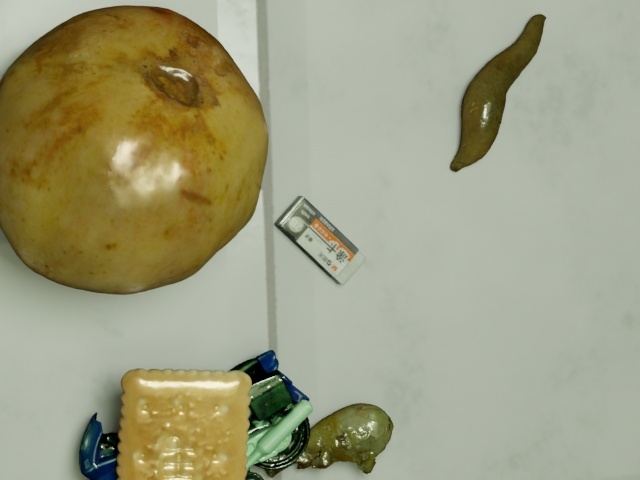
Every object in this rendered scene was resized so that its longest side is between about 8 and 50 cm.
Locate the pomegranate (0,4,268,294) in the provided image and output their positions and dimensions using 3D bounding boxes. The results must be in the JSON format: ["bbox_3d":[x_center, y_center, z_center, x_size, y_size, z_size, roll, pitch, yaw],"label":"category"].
[{"bbox_3d":[-0.226,-0.092,1.499,0.338,0.338,0.338,-1,95,-18],"label":"pomegranate"}]

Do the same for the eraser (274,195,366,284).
[{"bbox_3d":[0.000,0.000,1.707,0.122,0.029,0.052,44,81,-15],"label":"eraser"}]

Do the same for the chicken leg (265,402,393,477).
[{"bbox_3d":[0.012,0.274,1.713,0.178,0.070,0.093,-17,82,-8],"label":"chicken leg"}]

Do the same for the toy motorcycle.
[{"bbox_3d":[-0.169,0.260,1.628,0.331,0.125,0.196,-32,104,-9],"label":"toy motorcycle"}]

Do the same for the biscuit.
[{"bbox_3d":[-0.164,0.276,1.559,0.160,0.030,0.250,3,97,-12],"label":"biscuit"}]

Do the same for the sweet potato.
[{"bbox_3d":[0.235,-0.207,1.756,0.069,0.059,0.250,33,80,-37],"label":"sweet potato"}]
